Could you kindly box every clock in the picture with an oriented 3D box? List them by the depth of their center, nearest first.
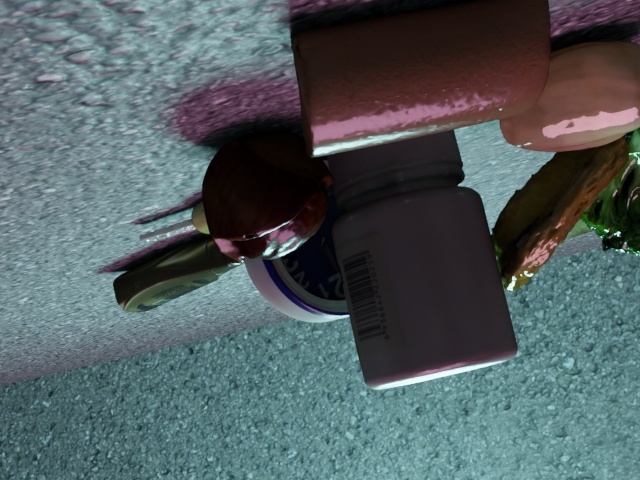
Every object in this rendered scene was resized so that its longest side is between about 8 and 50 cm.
[{"bbox_3d":[0.000,0.000,1.601,0.230,0.231,0.083,-6,172,-34],"label":"clock"}]

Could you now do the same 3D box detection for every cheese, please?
[{"bbox_3d":[-0.170,-0.034,1.740,0.255,0.050,0.127,-15,172,28],"label":"cheese"}]

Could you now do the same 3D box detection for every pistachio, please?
[{"bbox_3d":[0.304,-0.178,1.323,0.200,0.117,0.145,-7,134,15],"label":"pistachio"}]

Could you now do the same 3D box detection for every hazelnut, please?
[{"bbox_3d":[-0.060,-0.054,1.422,0.170,0.161,0.201,-17,164,21],"label":"hazelnut"}]

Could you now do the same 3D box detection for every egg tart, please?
[{"bbox_3d":[0.314,-0.054,1.525,0.279,0.095,0.279,-52,173,-8],"label":"egg tart"}]

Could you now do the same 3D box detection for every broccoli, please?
[{"bbox_3d":[0.551,-0.110,1.823,0.254,0.269,0.269,24,-172,27],"label":"broccoli"}]

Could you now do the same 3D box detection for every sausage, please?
[{"bbox_3d":[0.100,-0.162,1.089,0.252,0.123,0.123,-11,171,-6],"label":"sausage"}]

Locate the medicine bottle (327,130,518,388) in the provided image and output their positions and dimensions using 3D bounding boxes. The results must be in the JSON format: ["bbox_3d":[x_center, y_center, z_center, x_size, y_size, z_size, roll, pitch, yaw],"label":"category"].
[{"bbox_3d":[0.126,0.014,1.501,0.208,0.340,0.208,-12,170,-2],"label":"medicine bottle"}]

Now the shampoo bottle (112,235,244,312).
[{"bbox_3d":[-0.247,0.054,2.057,0.125,0.084,0.350,-7,169,-42],"label":"shampoo bottle"}]

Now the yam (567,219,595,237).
[{"bbox_3d":[0.648,-0.073,2.488,0.083,0.083,0.371,-8,171,-24],"label":"yam"}]
